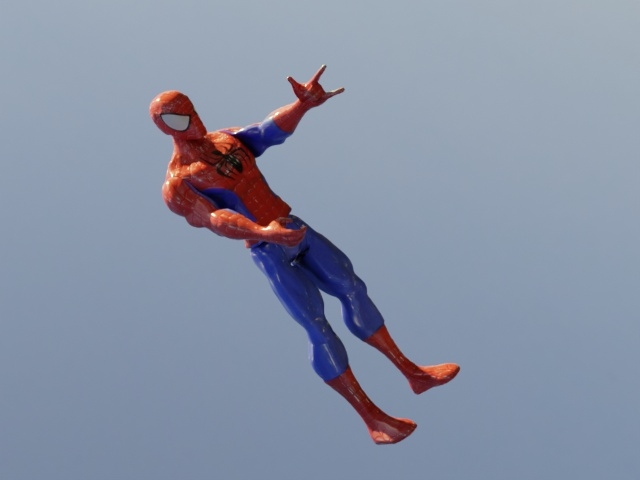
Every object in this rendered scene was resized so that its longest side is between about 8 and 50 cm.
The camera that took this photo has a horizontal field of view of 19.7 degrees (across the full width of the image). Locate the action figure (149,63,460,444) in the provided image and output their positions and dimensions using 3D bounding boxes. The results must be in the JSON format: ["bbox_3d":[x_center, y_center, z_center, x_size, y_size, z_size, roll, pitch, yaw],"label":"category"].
[{"bbox_3d":[0.000,0.000,1.211,0.280,0.139,0.091,48,-126,-11],"label":"action figure"}]
